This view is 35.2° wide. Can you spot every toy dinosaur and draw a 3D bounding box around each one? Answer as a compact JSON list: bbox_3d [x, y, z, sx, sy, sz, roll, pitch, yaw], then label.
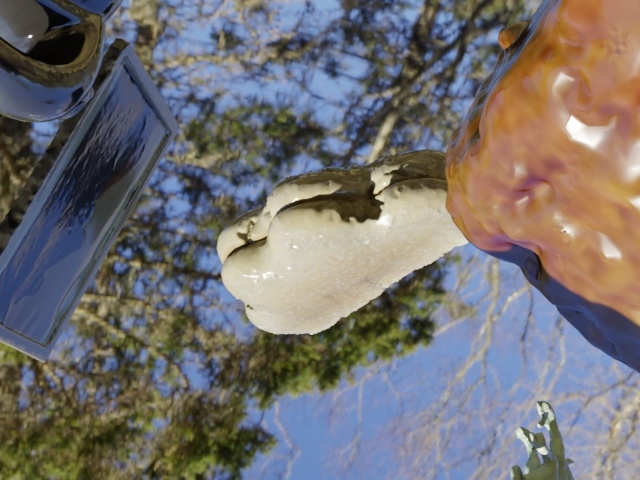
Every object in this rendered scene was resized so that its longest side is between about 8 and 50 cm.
[{"bbox_3d":[0.236,0.254,1.025,0.053,0.242,0.167,-18,-115,17],"label":"toy dinosaur"}]

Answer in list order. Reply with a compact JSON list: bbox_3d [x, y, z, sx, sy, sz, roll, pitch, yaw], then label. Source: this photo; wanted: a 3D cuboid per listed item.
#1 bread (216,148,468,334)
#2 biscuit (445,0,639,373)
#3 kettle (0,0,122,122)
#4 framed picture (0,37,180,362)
[{"bbox_3d":[0.003,0.005,1.055,0.183,0.337,0.101,7,-119,-37],"label":"bread"},{"bbox_3d":[0.264,-0.018,0.462,0.395,0.342,0.166,35,-124,4],"label":"biscuit"},{"bbox_3d":[-0.228,-0.209,0.612,0.208,0.290,0.268,-21,-128,15],"label":"kettle"},{"bbox_3d":[-0.214,-0.027,0.883,0.018,0.192,0.265,26,-101,12],"label":"framed picture"}]
